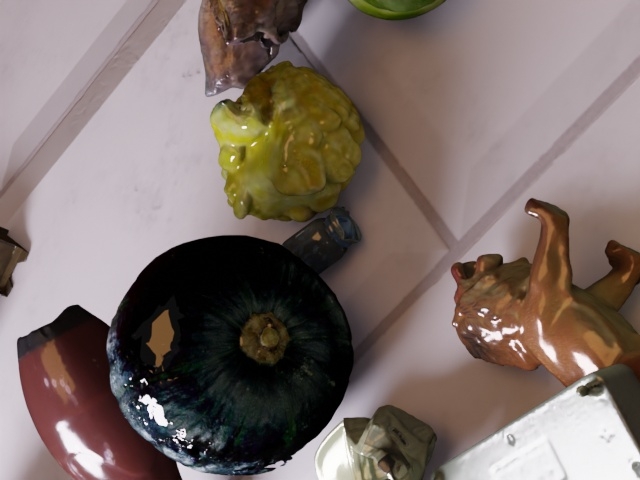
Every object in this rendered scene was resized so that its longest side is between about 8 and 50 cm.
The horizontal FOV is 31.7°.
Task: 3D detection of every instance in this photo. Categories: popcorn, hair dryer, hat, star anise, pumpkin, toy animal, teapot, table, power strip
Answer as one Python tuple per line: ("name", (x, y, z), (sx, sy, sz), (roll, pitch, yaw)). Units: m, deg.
("popcorn", (-0.037, -0.093, 1.178), (0.173, 0.142, 0.173), (-2, 85, 20))
("hair dryer", (-0.237, 0.234, 1.218), (0.312, 0.123, 0.340), (61, 154, -1))
("hat", (0.047, 0.211, 0.995), (0.122, 0.081, 0.166), (-101, 32, -44))
("star anise", (-0.058, -0.305, 1.222), (0.332, 0.117, 0.331), (-159, 90, -81))
("pumpkin", (-0.082, 0.103, 1.057), (0.163, 0.233, 0.233), (142, 135, -59))
("toy animal", (0.217, 0.082, 0.902), (0.312, 0.097, 0.157), (46, 116, 41))
("teapot", (0.002, 0.004, 1.158), (0.083, 0.063, 0.049), (-35, 83, 23))
("table", (-0.457, 0.023, 1.543), (0.082, 0.070, 0.083), (26, 89, 46))
("power strip", (0.179, 0.201, 0.851), (0.215, 0.061, 0.145), (-47, 63, 46))

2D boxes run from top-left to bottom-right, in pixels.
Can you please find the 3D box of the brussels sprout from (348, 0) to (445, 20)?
("brussels sprout", (0.075, -0.303, 1.158), (0.145, 0.131, 0.183), (-52, 50, 4))
